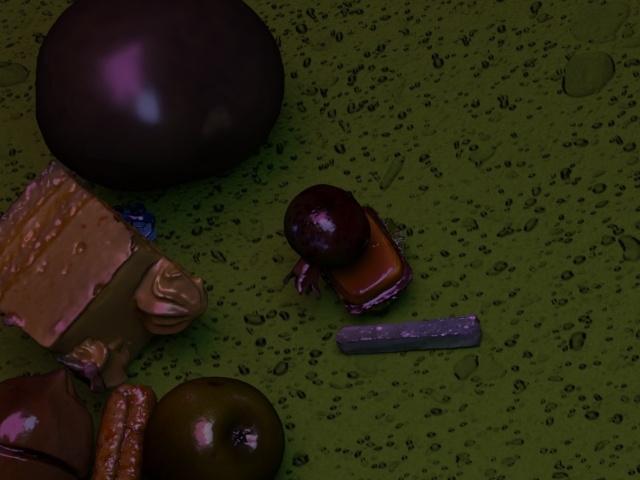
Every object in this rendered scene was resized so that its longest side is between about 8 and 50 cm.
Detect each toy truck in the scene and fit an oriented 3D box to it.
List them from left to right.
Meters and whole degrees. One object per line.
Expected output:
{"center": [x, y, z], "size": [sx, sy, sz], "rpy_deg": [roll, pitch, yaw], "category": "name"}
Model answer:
{"center": [-0.298, -0.009, 2.117], "size": [0.073, 0.056, 0.090], "rpy_deg": [-7, 67, 11], "category": "toy truck"}

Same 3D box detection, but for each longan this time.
{"center": [-0.251, -0.243, 2.071], "size": [0.404, 0.336, 0.404], "rpy_deg": [4, 30, -2], "category": "longan"}

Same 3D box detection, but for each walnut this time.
{"center": [-0.425, 0.300, 1.835], "size": [0.203, 0.203, 0.298], "rpy_deg": [32, 99, 28], "category": "walnut"}

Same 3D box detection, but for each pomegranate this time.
{"center": [-0.002, -0.003, 1.897], "size": [0.129, 0.129, 0.159], "rpy_deg": [29, 74, 27], "category": "pomegranate"}

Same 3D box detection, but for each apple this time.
{"center": [-0.143, 0.276, 1.814], "size": [0.196, 0.157, 0.196], "rpy_deg": [10, 70, -28], "category": "apple"}

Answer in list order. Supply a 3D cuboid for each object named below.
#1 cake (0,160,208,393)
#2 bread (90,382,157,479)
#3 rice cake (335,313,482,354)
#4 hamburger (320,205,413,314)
{"center": [-0.325, 0.070, 1.945], "size": [0.286, 0.222, 0.227], "rpy_deg": [39, 87, 31], "category": "cake"}
{"center": [-0.275, 0.310, 1.870], "size": [0.083, 0.114, 0.211], "rpy_deg": [5, 56, -1], "category": "bread"}
{"center": [0.127, 0.137, 1.932], "size": [0.211, 0.043, 0.034], "rpy_deg": [-5, 50, 9], "category": "rice cake"}
{"center": [0.068, 0.033, 1.981], "size": [0.137, 0.087, 0.166], "rpy_deg": [-30, 56, 1], "category": "hamburger"}
